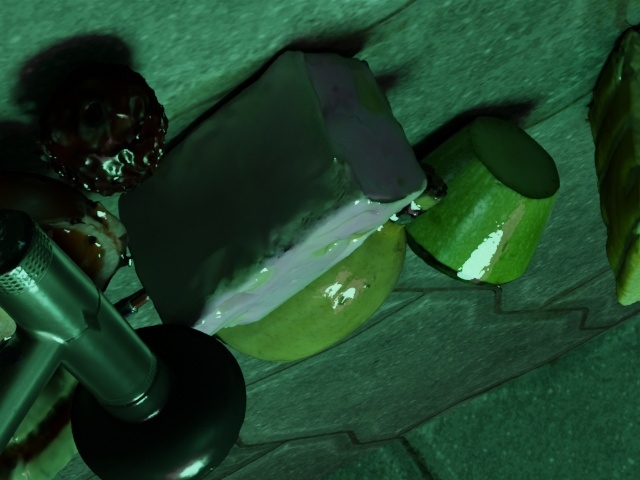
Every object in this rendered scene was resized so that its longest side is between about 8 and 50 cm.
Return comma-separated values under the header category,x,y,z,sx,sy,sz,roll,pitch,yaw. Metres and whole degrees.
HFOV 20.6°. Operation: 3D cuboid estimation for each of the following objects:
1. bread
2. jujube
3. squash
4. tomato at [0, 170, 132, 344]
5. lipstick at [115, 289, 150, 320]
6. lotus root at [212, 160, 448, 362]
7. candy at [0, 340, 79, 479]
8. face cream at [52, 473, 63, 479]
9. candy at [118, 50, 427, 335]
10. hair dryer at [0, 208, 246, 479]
category,x,y,z,sx,sy,sz,roll,pitch,yaw
bread,0.354,-0.075,1.844,0.111,0.239,0.246,-7,165,0
jujube,-0.162,-0.083,1.353,0.104,0.104,0.166,-24,177,0
squash,0.173,-0.046,1.851,0.170,0.170,0.123,-8,145,-45
tomato,-0.277,0.004,1.424,0.228,0.112,0.199,-22,157,-12
lipstick,-0.221,0.083,1.925,0.107,0.025,0.025,-35,162,19
lotus root,0.000,0.000,1.687,0.182,0.183,0.310,-6,156,-49
candy,-0.368,0.171,1.591,0.320,0.135,0.179,-16,-166,19
face cream,-0.407,0.362,2.451,0.095,0.091,0.091,-20,166,14
candy,-0.045,-0.038,1.542,0.115,0.155,0.265,0,152,-49
hair dryer,-0.239,0.143,1.398,0.284,0.155,0.320,-49,146,0
